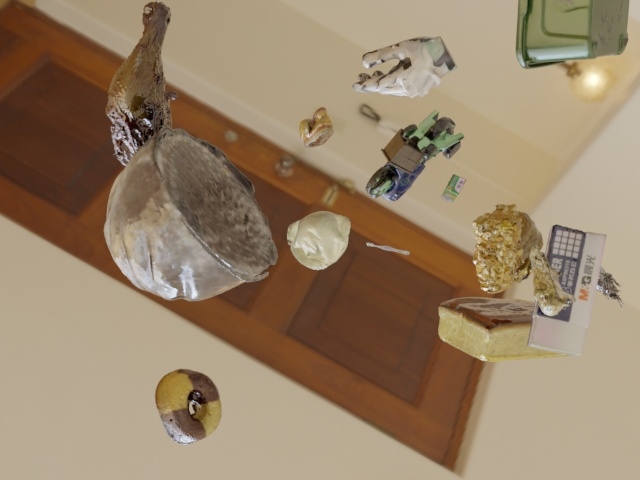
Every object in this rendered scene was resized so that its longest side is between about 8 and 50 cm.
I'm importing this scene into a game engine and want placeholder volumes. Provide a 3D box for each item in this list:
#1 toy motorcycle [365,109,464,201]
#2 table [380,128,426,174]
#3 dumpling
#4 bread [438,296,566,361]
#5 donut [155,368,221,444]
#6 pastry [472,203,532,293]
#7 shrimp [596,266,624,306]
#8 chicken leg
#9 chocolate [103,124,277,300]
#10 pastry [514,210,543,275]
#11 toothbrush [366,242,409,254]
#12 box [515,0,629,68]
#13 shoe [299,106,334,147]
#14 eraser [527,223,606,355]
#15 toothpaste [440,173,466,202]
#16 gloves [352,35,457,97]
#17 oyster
[{"bbox_3d":[0.257,-0.227,2.365,0.331,0.125,0.196,-41,163,-10],"label":"toy motorcycle"},{"bbox_3d":[0.225,-0.239,2.194,0.082,0.083,0.070,-52,-143,22],"label":"table"},{"bbox_3d":[0.000,0.000,2.183,0.181,0.111,0.155,-2,-91,61],"label":"dumpling"},{"bbox_3d":[0.563,0.265,2.517,0.323,0.332,0.143,-160,-110,-67],"label":"bread"},{"bbox_3d":[-0.314,0.401,2.009,0.166,0.184,0.073,-4,171,-43],"label":"donut"},{"bbox_3d":[0.483,0.029,2.194,0.102,0.154,0.250,-123,-161,-59],"label":"pastry"},{"bbox_3d":[0.776,0.122,2.229,0.065,0.165,0.057,-29,-151,57],"label":"shrimp"},{"bbox_3d":[-0.309,-0.259,1.488,0.323,0.082,0.177,92,22,-46],"label":"chicken leg"},{"bbox_3d":[-0.243,-0.015,1.389,0.213,0.303,0.303,-32,-169,20],"label":"chocolate"},{"bbox_3d":[0.565,0.009,2.447,0.188,0.103,0.189,-36,-151,24],"label":"pastry"},{"bbox_3d":[0.171,0.021,2.077,0.013,0.131,0.011,37,-70,60],"label":"toothbrush"},{"bbox_3d":[0.533,-0.523,1.706,0.252,0.177,0.329,-22,118,-48],"label":"box"},{"bbox_3d":[-0.006,-0.253,1.852,0.109,0.072,0.069,141,-61,-75],"label":"shoe"},{"bbox_3d":[0.568,0.117,1.913,0.086,0.130,0.287,38,63,-79],"label":"eraser"},{"bbox_3d":[0.325,-0.127,2.023,0.178,0.037,0.043,40,75,-84],"label":"toothpaste"},{"bbox_3d":[0.168,-0.347,1.716,0.212,0.111,0.127,-27,164,17],"label":"gloves"},{"bbox_3d":[0.477,0.091,1.736,0.072,0.133,0.209,-33,-142,16],"label":"oyster"}]
